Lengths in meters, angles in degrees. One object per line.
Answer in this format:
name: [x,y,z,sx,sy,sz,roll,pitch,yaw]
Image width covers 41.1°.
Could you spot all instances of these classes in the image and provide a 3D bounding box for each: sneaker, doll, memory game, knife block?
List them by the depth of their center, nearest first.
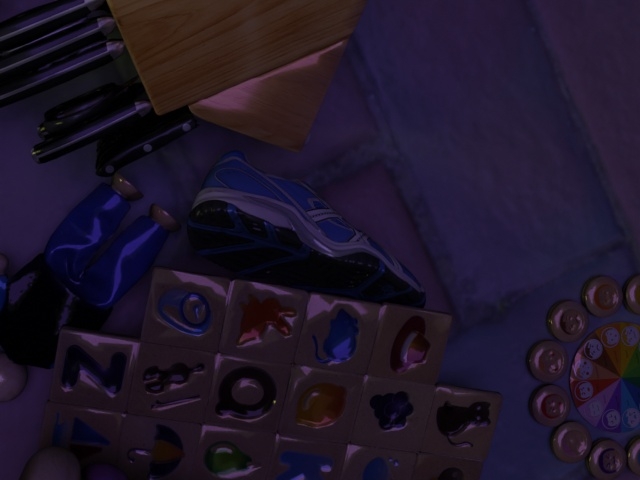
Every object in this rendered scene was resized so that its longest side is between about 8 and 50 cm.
knife block: [-0.101,-0.169,0.591,0.242,0.088,0.275,19,106,-21]
doll: [-0.185,0.044,0.635,0.129,0.046,0.189,41,83,-9]
sneaker: [0.000,0.000,0.655,0.211,0.080,0.081,31,41,-28]
memory game: [0.266,0.120,0.748,0.186,0.012,0.186,0,92,-12]

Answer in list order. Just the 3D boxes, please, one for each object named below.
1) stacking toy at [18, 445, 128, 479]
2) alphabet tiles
stacking toy: [-0.060,0.250,0.607,0.330,0.141,0.141,19,87,-18]
alphabet tiles: [-0.039,0.173,0.657,0.343,0.011,0.285,10,101,-11]
